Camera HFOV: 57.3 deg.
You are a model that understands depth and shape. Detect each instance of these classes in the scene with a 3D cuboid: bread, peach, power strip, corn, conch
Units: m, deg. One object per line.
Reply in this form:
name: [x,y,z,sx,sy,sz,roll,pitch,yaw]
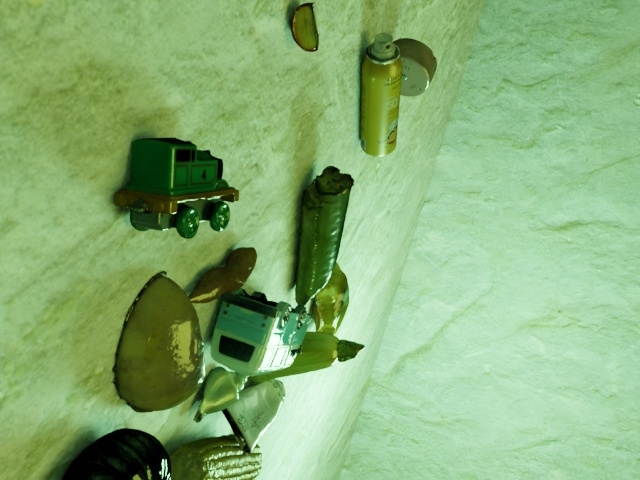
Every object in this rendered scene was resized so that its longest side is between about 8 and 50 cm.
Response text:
bread: [0.035,0.194,1.814,0.161,0.088,0.233,-43,146,-47]
peach: [-0.028,-0.383,1.053,0.083,0.050,0.077,79,10,-75]
power strip: [0.236,-0.472,1.606,0.154,0.154,0.078,77,34,-60]
corn: [-0.227,0.485,1.258,0.131,0.131,0.344,-67,161,-10]
conch: [-0.204,0.316,1.248,0.180,0.065,0.088,-36,144,-47]

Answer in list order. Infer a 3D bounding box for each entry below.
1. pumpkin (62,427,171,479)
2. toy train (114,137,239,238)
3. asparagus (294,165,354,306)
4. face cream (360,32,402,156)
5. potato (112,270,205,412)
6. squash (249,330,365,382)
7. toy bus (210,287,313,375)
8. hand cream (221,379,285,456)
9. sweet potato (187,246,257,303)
pumpkin: [-0.309,0.389,0.887,0.202,0.140,0.202,17,90,-71]
toy train: [-0.194,-0.078,0.822,0.228,0.091,0.136,-26,123,-66]
asparagus: [0.000,0.000,1.469,0.128,0.108,0.381,-51,156,-50]
face cream: [0.158,-0.380,1.537,0.348,0.105,0.105,86,29,-51]
potato: [-0.248,0.196,0.927,0.120,0.100,0.261,-42,147,-58]
squash: [-0.041,0.263,1.434,0.137,0.288,0.137,-14,90,-70]
toy bus: [-0.123,0.200,1.251,0.271,0.133,0.164,33,73,-72]
hand cream: [-0.153,0.405,1.422,0.076,0.121,0.336,-33,176,11]
sweet potato: [-0.176,0.070,1.084,0.065,0.051,0.218,60,34,-10]
